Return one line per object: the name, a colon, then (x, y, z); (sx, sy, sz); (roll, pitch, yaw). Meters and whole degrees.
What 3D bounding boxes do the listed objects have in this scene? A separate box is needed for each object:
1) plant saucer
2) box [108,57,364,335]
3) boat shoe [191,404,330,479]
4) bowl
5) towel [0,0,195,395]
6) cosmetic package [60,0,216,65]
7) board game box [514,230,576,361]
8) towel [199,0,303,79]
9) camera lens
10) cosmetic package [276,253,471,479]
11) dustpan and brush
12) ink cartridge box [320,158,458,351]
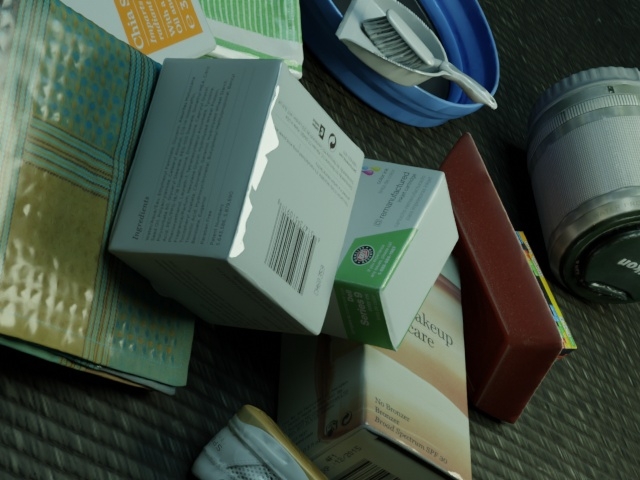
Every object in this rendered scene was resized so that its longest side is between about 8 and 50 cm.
plant saucer: (0.168, 0.053, 1.616); (0.047, 0.259, 0.258); (-16, 67, -12)
box: (-0.066, -0.035, 1.245); (0.181, 0.119, 0.182); (44, 55, -56)
boat shoe: (-0.001, 0.272, 1.286); (0.277, 0.096, 0.098); (47, -1, 4)
bowl: (0.078, -0.319, 1.950); (0.391, 0.077, 0.391); (33, 37, -29)
towel: (-0.194, -0.037, 1.171); (0.370, 0.040, 0.271); (29, 67, -60)
cosmetic package: (-0.292, -0.196, 1.227); (0.453, 0.161, 0.230); (-38, 110, -57)
board game box: (0.228, 0.067, 1.806); (0.141, 0.048, 0.170); (5, 56, -51)
towel: (-0.121, -0.352, 1.662); (0.248, 0.038, 0.325); (9, 71, -40)
camera lens: (0.398, -0.069, 1.991); (0.219, 0.219, 0.274); (28, 40, -35)
cosmetic package: (0.052, 0.121, 1.454); (0.153, 0.129, 0.296); (32, 38, -29)
dustpan and brush: (0.124, -0.220, 1.786); (0.211, 0.060, 0.147); (44, 34, -15)
ink cartridge box: (0.000, 0.000, 1.389); (0.154, 0.212, 0.093); (-58, 146, -34)
